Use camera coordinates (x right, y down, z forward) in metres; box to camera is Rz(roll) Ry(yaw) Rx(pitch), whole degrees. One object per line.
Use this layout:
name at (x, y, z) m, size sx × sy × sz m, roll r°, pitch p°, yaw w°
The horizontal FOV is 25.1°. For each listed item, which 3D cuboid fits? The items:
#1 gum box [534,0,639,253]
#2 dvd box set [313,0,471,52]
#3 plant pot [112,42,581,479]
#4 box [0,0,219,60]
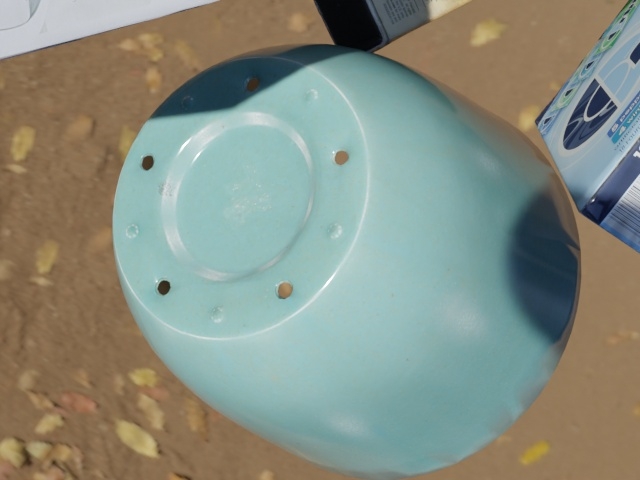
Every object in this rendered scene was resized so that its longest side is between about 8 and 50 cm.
gum box at (0.182, -0.091, 0.738) m, size 0.041 × 0.184 × 0.157 m, roll 33°, pitch 105°, yaw -9°
dvd box set at (0.114, -0.357, 1.151) m, size 0.420 × 0.062 × 0.307 m, roll -32°, pitch 99°, yaw -35°
plant pot at (0.000, 0.000, 0.969) m, size 0.235 × 0.293 × 0.293 m, roll 31°, pitch 80°, yaw -58°
box at (-0.205, -0.123, 0.580) m, size 0.231 × 0.262 × 0.126 m, roll -26°, pitch 108°, yaw -48°
